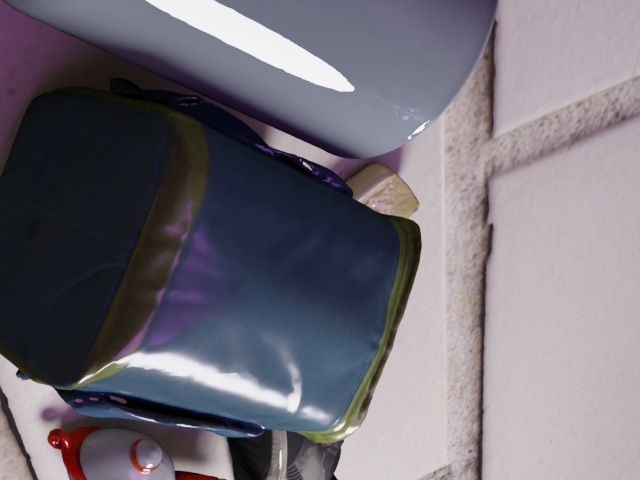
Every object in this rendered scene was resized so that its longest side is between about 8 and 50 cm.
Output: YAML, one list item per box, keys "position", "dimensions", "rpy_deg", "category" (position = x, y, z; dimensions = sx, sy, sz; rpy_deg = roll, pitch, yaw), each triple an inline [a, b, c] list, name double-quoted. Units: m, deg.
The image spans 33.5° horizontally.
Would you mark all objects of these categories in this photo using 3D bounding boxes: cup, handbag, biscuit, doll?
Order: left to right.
- position: [-0.152, 0.236, 1.008]
  dimensions: [0.245, 0.076, 0.142]
  rpy_deg: [32, 136, -29]
  category: "doll"
- position: [-0.100, 0.021, 0.772]
  dimensions: [0.241, 0.263, 0.222]
  rpy_deg: [24, 83, -40]
  category: "handbag"
- position: [-0.057, -0.195, 0.674]
  dimensions: [0.312, 0.205, 0.205]
  rpy_deg: [20, 111, -40]
  category: "cup"
- position: [0.000, 0.000, 0.971]
  dimensions: [0.188, 0.052, 0.056]
  rpy_deg: [-37, 119, -4]
  category: "biscuit"

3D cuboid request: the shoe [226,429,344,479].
- position: [-0.030, 0.215, 1.095]
  dimensions: [0.112, 0.099, 0.227]
  rpy_deg: [-23, 137, -26]
  category: "shoe"
